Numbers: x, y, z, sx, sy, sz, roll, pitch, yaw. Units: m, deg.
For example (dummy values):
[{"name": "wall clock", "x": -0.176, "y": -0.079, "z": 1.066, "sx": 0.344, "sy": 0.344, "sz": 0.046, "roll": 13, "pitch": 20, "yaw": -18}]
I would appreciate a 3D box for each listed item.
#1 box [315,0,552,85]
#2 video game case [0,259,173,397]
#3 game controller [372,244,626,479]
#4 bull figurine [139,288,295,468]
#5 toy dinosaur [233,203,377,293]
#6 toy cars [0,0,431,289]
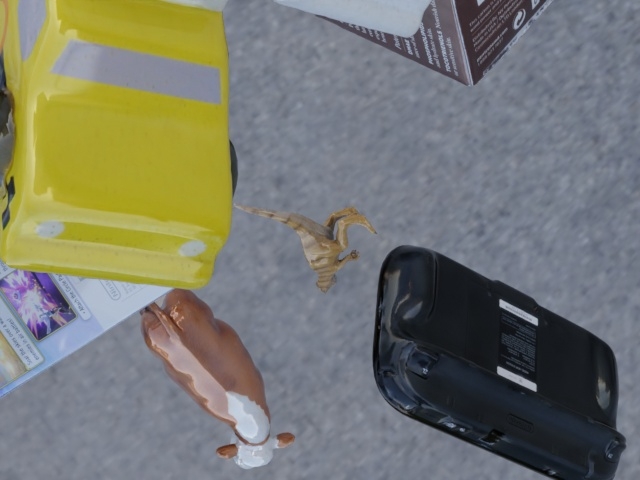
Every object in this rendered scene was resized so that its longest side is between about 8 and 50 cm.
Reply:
[{"name": "box", "x": 0.100, "y": -0.283, "z": 1.345, "sx": 0.203, "sy": 0.168, "sz": 0.167, "roll": 30, "pitch": 157, "yaw": 32}, {"name": "video game case", "x": -0.260, "y": -0.030, "z": 1.141, "sx": 0.244, "sy": 0.061, "sz": 0.269, "roll": -32, "pitch": 102, "yaw": 1}, {"name": "game controller", "x": 0.174, "y": 0.121, "z": 1.365, "sx": 0.319, "sy": 0.166, "sz": 0.067, "roll": 27, "pitch": 137, "yaw": -34}, {"name": "bull figurine", "x": -0.141, "y": 0.153, "z": 1.816, "sx": 0.188, "sy": 0.101, "sz": 0.310, "roll": 55, "pitch": 174, "yaw": 48}, {"name": "toy dinosaur", "x": 0.000, "y": 0.000, "z": 1.650, "sx": 0.064, "sy": 0.112, "sz": 0.211, "roll": 51, "pitch": 176, "yaw": 39}, {"name": "toy cars", "x": -0.032, "y": -0.138, "z": 0.607, "sx": 0.176, "sy": 0.394, "sz": 0.087, "roll": 40, "pitch": 133, "yaw": -3}]
